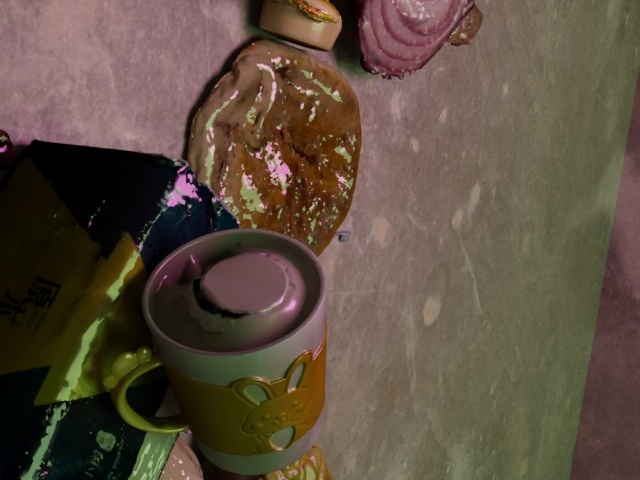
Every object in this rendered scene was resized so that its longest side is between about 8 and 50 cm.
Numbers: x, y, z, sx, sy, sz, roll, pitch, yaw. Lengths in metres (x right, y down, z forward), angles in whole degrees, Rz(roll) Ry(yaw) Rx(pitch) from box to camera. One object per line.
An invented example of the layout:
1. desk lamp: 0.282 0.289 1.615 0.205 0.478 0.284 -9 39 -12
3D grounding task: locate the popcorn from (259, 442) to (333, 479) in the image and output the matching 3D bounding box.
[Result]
1. popcorn: -0.058 0.402 1.729 0.173 0.142 0.173 10 79 -61

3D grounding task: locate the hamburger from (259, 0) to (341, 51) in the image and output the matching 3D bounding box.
1. hamburger: -0.030 -0.333 1.556 0.141 0.126 0.081 6 104 -63

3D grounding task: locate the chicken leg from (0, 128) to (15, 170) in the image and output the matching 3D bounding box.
1. chicken leg: -0.457 -0.043 1.026 0.407 0.096 0.158 -44 139 -45

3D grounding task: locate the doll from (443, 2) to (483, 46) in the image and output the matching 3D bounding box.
1. doll: 0.248 -0.414 1.981 0.221 0.105 0.115 -6 98 -54

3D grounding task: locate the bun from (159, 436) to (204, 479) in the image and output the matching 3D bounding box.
1. bun: -0.227 0.334 1.360 0.160 0.259 0.259 -15 118 -17

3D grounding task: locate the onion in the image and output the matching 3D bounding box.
1. onion: 0.117 -0.434 1.756 0.280 0.146 0.314 -44 144 -22

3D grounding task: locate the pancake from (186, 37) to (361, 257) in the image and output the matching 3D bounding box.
1. pancake: -0.059 -0.116 1.618 0.387 0.082 0.387 -20 116 -47

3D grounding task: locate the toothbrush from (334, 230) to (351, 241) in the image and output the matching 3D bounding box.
1. toothbrush: 0.000 0.000 1.815 0.193 0.013 0.019 -10 117 -56

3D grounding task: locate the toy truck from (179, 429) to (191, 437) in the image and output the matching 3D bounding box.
1. toy truck: -0.217 0.153 1.446 0.124 0.114 0.253 -31 126 -33

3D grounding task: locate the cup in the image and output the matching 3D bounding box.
1. cup: -0.102 0.131 1.093 0.241 0.185 0.226 -22 133 -16

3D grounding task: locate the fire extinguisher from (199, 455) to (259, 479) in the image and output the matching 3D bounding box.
1. fire extinguisher: -0.149 0.380 1.630 0.141 0.105 0.341 -4 111 -78

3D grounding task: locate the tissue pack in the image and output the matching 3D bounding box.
1. tissue pack: -0.278 0.113 1.187 0.253 0.264 0.416 50 58 -50
